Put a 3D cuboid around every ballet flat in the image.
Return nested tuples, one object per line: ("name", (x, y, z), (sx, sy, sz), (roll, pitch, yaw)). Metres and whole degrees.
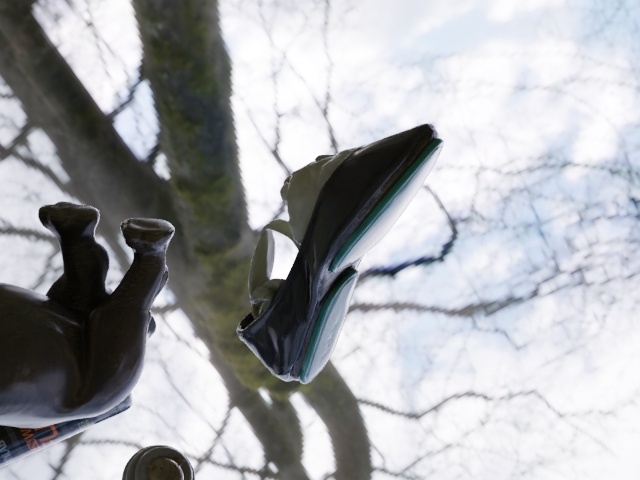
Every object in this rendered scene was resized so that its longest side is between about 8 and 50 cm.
("ballet flat", (0.000, 0.000, 0.798), (0.074, 0.203, 0.074), (15, -139, -13))

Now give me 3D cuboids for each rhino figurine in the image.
("rhino figurine", (-0.187, 0.047, 0.649), (0.243, 0.106, 0.073), (-6, -159, -28))

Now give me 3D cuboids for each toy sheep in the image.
("toy sheep", (-0.179, 0.269, 1.550), (0.091, 0.091, 0.132), (-57, -171, -27))

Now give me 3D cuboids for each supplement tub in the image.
("supplement tub", (-0.291, 0.150, 1.384), (0.190, 0.117, 0.117), (-24, -142, -11))
